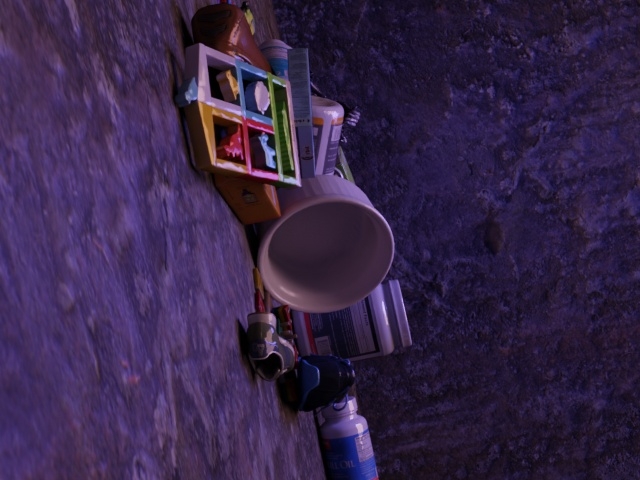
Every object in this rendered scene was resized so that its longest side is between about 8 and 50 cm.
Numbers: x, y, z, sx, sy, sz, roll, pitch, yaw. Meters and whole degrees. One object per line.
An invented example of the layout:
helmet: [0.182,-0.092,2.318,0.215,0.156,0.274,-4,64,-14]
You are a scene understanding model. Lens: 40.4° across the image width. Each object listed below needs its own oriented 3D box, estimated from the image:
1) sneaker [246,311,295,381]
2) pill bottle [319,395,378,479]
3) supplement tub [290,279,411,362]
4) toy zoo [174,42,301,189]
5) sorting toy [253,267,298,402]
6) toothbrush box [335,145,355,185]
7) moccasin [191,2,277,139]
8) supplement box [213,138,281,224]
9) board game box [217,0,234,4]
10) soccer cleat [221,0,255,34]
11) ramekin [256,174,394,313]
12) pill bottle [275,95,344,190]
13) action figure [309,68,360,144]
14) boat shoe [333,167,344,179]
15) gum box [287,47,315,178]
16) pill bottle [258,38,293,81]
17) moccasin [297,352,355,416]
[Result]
sneaker: [-0.085,0.197,1.440,0.192,0.064,0.086,72,15,-56]
pill bottle: [0.065,0.509,2.176,0.124,0.124,0.221,-4,81,-86]
supplement tub: [0.075,0.205,2.151,0.191,0.272,0.191,-12,90,-87]
toy zoo: [-0.129,-0.192,1.373,0.293,0.030,0.192,7,74,-59]
sorting toy: [-0.077,0.178,1.699,0.132,0.046,0.274,-97,173,-57]
toothbrush box: [0.002,-0.061,2.153,0.122,0.206,0.283,-93,163,-61]
moccasin: [-0.132,-0.261,1.584,0.380,0.139,0.147,76,10,-65]
supplement box: [-0.130,-0.099,1.543,0.233,0.078,0.080,66,12,-75]
board game box: [-0.214,-0.545,2.040,0.133,0.033,0.168,-45,123,-85]
soccer cleat: [-0.177,-0.413,1.751,0.289,0.093,0.121,-87,175,-70]
ramekin: [0.000,0.000,1.767,0.135,0.277,0.277,-109,-176,-54]
pill bottle: [-0.049,-0.163,1.846,0.162,0.162,0.278,-90,-170,-72]
action figure: [0.003,-0.291,2.097,0.276,0.164,0.141,39,16,-46]
boat shoe: [-0.021,-0.024,1.992,0.091,0.114,0.302,-54,160,-71]
gum box: [-0.035,-0.235,1.611,0.157,0.041,0.184,87,0,-58]
pill bottle: [-0.114,-0.410,2.234,0.264,0.146,0.146,-98,174,-47]
moccasin: [0.011,0.304,1.808,0.342,0.117,0.137,129,-41,-83]
